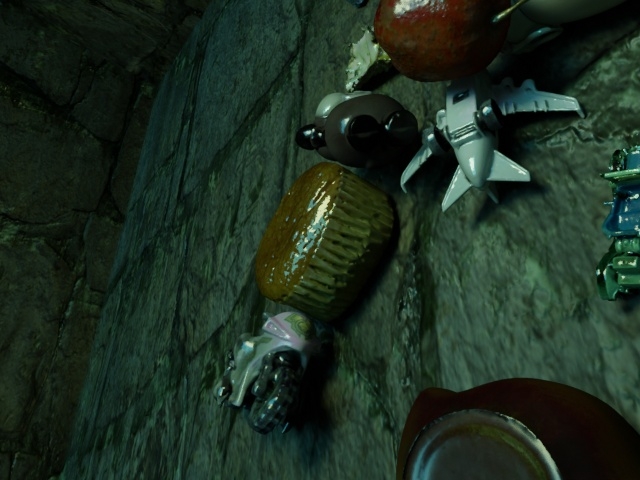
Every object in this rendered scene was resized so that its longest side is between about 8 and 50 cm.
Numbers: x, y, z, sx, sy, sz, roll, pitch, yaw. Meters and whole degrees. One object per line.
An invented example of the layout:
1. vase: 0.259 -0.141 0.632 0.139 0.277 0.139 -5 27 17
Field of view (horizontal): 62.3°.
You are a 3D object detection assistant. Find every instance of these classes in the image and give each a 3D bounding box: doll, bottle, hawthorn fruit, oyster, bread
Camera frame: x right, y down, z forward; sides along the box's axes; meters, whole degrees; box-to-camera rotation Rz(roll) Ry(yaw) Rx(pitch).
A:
1. doll: 0.059 -0.178 0.855 0.257 0.182 0.117 -124 29 -69
2. bottle: 0.288 -0.331 0.662 0.236 0.148 0.147 -19 54 61
3. hawthorn fruit: 0.167 -0.268 0.644 0.203 0.163 0.162 35 100 39
4. oyster: 0.100 -0.362 1.055 0.209 0.072 0.132 141 138 -70
5. bread: 0.000 0.000 0.886 0.253 0.142 0.227 -64 23 8

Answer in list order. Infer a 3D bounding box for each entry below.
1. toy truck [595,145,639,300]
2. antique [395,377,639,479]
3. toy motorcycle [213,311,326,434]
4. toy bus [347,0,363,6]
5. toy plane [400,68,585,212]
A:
1. toy truck: 0.297 -0.022 0.492 0.080 0.078 0.154 -9 63 57
2. antique: 0.175 0.228 0.462 0.278 0.129 0.223 30 93 57
3. toy motorcycle: -0.089 0.212 0.897 0.188 0.143 0.327 -66 14 -16
4. toy bus: 0.103 -0.623 1.225 0.153 0.061 0.051 -68 25 2
5. toy plane: 0.206 -0.166 0.711 0.251 0.101 0.255 -21 52 36
